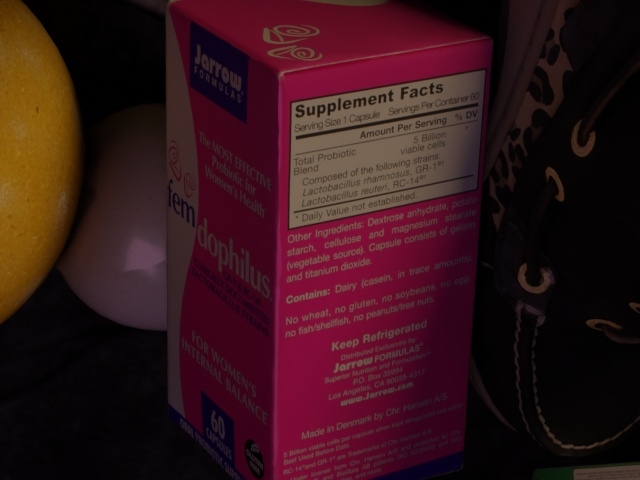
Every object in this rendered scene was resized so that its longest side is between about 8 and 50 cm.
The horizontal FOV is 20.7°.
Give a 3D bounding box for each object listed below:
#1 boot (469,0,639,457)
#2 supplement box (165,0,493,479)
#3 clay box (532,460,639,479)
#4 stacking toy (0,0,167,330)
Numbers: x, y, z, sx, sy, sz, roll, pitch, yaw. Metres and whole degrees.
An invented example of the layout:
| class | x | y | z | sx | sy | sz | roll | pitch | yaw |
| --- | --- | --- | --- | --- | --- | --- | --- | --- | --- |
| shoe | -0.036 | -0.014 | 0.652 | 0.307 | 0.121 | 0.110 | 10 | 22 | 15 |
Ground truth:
| class | x | y | z | sx | sy | sz | roll | pitch | yaw |
| --- | --- | --- | --- | --- | --- | --- | --- | --- | --- |
| boot | 0.181 | 0.028 | 0.739 | 0.138 | 0.284 | 0.377 | -15 | 136 | -23 |
| supplement box | 0.000 | 0.000 | 0.812 | 0.114 | 0.111 | 0.220 | -11 | 117 | -28 |
| clay box | 0.214 | 0.156 | 0.978 | 0.127 | 0.053 | 0.222 | -8 | 166 | 24 |
| stacking toy | -0.237 | -0.039 | 0.834 | 0.480 | 0.350 | 0.350 | 15 | 139 | -21 |
